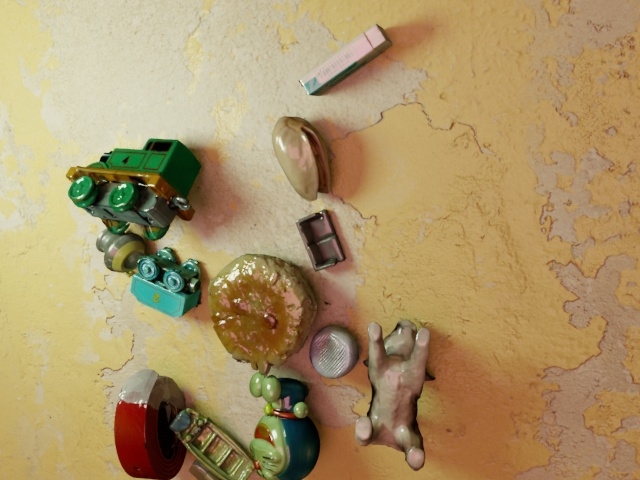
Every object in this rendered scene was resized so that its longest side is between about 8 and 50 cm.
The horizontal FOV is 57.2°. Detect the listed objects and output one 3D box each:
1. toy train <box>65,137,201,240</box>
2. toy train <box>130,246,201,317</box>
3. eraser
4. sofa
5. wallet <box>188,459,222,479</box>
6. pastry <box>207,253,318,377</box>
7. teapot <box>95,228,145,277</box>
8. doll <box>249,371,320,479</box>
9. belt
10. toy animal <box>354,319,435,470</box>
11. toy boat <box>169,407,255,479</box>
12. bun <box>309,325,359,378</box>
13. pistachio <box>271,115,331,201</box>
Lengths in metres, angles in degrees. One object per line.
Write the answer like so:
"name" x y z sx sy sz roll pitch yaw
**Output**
"toy train" -0.500 -0.155 1.587 0.429 0.178 0.249 9 64 30
"toy train" -0.439 0.123 1.680 0.203 0.112 0.163 23 113 15
"eraser" 0.060 -0.428 1.410 0.225 0.095 0.052 -31 91 21
"sofa" 0.000 0.000 1.537 0.085 0.060 0.147 -19 94 20
"wallet" -0.329 0.728 1.789 0.155 0.039 0.110 38 142 7
"pastry" -0.150 0.185 1.583 0.329 0.136 0.330 3 101 18
"teapot" -0.580 0.036 1.713 0.119 0.130 0.166 38 142 23
"doll" -0.096 0.521 1.611 0.198 0.186 0.322 3 91 60
"belt" -0.492 0.542 1.720 0.115 0.227 0.324 -4 101 17
"toy animal" 0.188 0.369 1.477 0.194 0.303 0.344 8 79 12
"toy boat" -0.319 0.609 1.737 0.276 0.084 0.111 40 73 1
"bun" 0.039 0.298 1.576 0.140 0.083 0.141 1 92 23
"pistachio" -0.046 -0.210 1.479 0.152 0.126 0.223 -18 102 54
